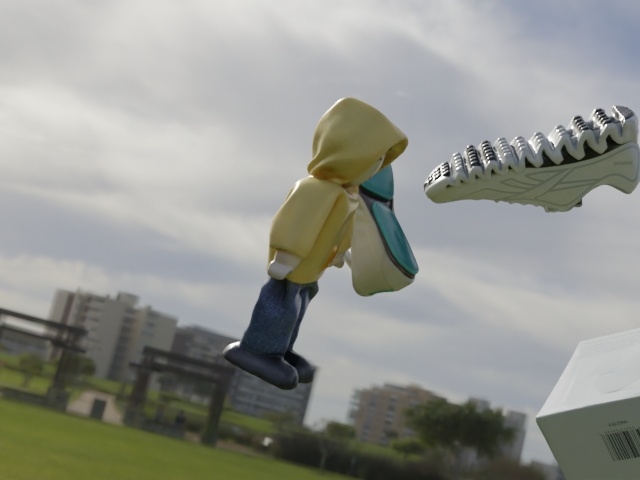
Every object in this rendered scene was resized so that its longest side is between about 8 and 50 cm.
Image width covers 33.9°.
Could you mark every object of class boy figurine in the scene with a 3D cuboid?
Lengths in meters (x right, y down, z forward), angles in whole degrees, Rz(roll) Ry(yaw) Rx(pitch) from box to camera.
[{"bbox_3d":[0.000,0.000,1.049,0.092,0.285,0.177,25,4,17],"label":"boy figurine"}]

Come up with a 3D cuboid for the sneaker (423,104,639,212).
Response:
[{"bbox_3d":[0.283,-0.084,1.399,0.292,0.118,0.110,-14,22,15],"label":"sneaker"}]

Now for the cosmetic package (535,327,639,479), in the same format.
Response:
[{"bbox_3d":[0.453,0.222,1.452,0.224,0.138,0.225,-20,13,37],"label":"cosmetic package"}]

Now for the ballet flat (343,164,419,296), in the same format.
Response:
[{"bbox_3d":[0.049,-0.034,1.245,0.086,0.248,0.086,-6,-42,-5],"label":"ballet flat"}]
